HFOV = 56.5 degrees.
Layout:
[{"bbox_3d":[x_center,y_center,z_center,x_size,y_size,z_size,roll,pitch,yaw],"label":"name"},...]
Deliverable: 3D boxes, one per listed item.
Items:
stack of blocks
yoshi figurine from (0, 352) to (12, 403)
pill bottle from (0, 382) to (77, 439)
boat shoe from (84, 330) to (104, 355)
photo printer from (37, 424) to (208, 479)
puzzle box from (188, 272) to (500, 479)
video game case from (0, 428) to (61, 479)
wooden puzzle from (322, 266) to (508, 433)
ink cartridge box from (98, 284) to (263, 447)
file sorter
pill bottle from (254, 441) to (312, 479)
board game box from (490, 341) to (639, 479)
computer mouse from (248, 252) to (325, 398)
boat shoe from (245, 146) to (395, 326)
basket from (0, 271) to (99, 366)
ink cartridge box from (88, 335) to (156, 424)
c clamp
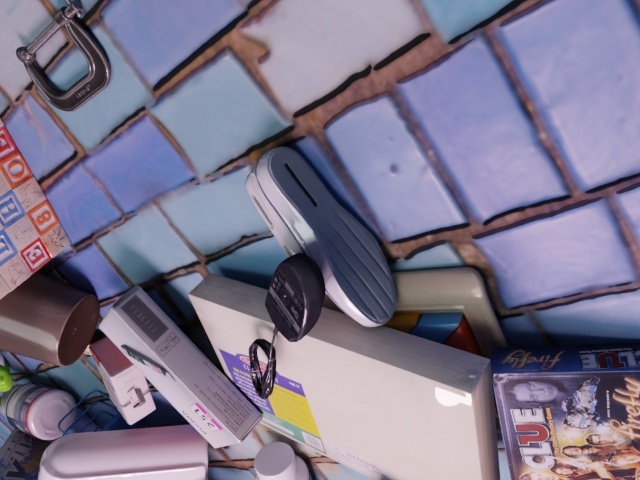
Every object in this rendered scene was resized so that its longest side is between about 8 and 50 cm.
[{"bbox_3d":[-0.514,-0.070,0.858,0.087,0.171,0.297,3,125,30],"label":"stack of blocks"},{"bbox_3d":[-0.750,0.293,1.225,0.203,0.203,0.362,34,161,11],"label":"yoshi figurine"},{"bbox_3d":[-0.642,0.378,1.342,0.180,0.108,0.108,0,125,39],"label":"pill bottle"},{"bbox_3d":[-0.465,0.179,1.114,0.135,0.050,0.045,23,128,15],"label":"boat shoe"},{"bbox_3d":[-0.370,0.461,1.141,0.307,0.107,0.256,0,133,-12],"label":"photo printer"},{"bbox_3d":[0.025,0.198,0.770,0.408,0.052,0.272,14,135,34],"label":"puzzle box"},{"bbox_3d":[-0.568,0.537,1.302,0.300,0.036,0.329,38,178,-14],"label":"video game case"},{"bbox_3d":[0.121,0.145,0.725,0.220,0.044,0.239,-7,120,36],"label":"wooden puzzle"},{"bbox_3d":[-0.243,0.219,0.961,0.275,0.060,0.239,47,144,-3],"label":"ink cartridge box"},{"bbox_3d":[-0.468,0.422,1.266,0.104,0.118,0.170,21,133,20],"label":"file sorter"},{"bbox_3d":[-0.058,0.431,1.032,0.094,0.094,0.169,4,127,30],"label":"pill bottle"},{"bbox_3d":[0.288,0.218,0.658,0.165,0.042,0.243,-7,122,21],"label":"board game box"},{"bbox_3d":[-0.038,0.103,0.672,0.071,0.041,0.242,53,142,27],"label":"computer mouse"},{"bbox_3d":[0.000,0.000,0.671,0.075,0.083,0.226,-26,97,54],"label":"boat shoe"},{"bbox_3d":[-0.511,0.117,1.010,0.226,0.154,0.204,17,150,6],"label":"basket"},{"bbox_3d":[-0.357,0.250,1.078,0.099,0.056,0.135,35,142,38],"label":"ink cartridge box"},{"bbox_3d":[-0.315,-0.229,0.715,0.160,0.022,0.137,-25,115,41],"label":"c clamp"}]
